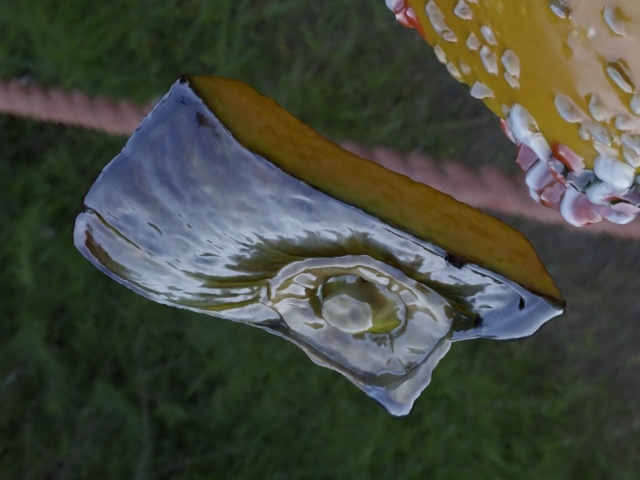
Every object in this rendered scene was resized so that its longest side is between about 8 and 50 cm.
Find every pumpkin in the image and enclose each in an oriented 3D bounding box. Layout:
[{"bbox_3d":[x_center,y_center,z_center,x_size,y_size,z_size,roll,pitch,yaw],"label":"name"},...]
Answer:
[{"bbox_3d":[-0.001,-0.002,0.410,0.101,0.035,0.073,30,146,-8],"label":"pumpkin"}]

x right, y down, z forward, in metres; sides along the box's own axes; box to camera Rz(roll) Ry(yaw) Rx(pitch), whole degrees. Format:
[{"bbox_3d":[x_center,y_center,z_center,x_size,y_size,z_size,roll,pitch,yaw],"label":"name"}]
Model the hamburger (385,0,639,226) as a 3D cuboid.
[{"bbox_3d":[0.075,-0.150,0.562,0.227,0.151,0.295,88,160,-61],"label":"hamburger"}]
